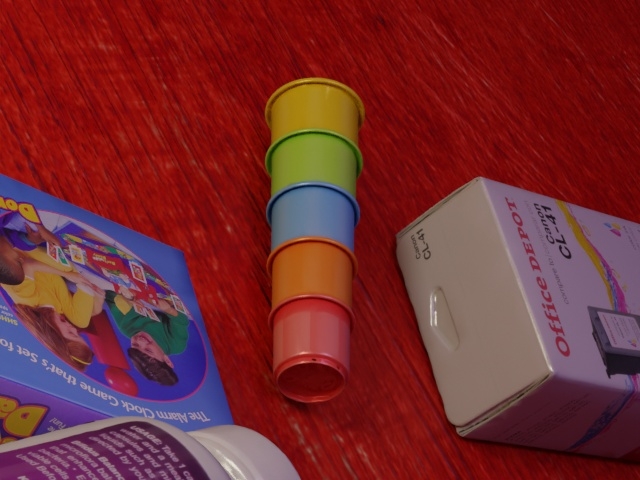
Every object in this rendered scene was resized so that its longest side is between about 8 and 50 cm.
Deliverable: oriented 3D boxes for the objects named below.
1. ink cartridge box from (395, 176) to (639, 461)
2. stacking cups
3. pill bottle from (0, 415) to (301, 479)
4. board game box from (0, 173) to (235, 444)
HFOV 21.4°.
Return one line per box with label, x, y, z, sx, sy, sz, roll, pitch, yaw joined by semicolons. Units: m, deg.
ink cartridge box;0.243;0.084;1.659;0.306;0.131;0.226;14;49;-44
stacking cups;0.000;0.000;1.490;0.096;0.096;0.316;27;42;-31
pill bottle;-0.144;0.193;0.966;0.301;0.169;0.169;-8;65;-50
board game box;-0.229;0.046;1.140;0.347;0.078;0.233;25;27;-33
